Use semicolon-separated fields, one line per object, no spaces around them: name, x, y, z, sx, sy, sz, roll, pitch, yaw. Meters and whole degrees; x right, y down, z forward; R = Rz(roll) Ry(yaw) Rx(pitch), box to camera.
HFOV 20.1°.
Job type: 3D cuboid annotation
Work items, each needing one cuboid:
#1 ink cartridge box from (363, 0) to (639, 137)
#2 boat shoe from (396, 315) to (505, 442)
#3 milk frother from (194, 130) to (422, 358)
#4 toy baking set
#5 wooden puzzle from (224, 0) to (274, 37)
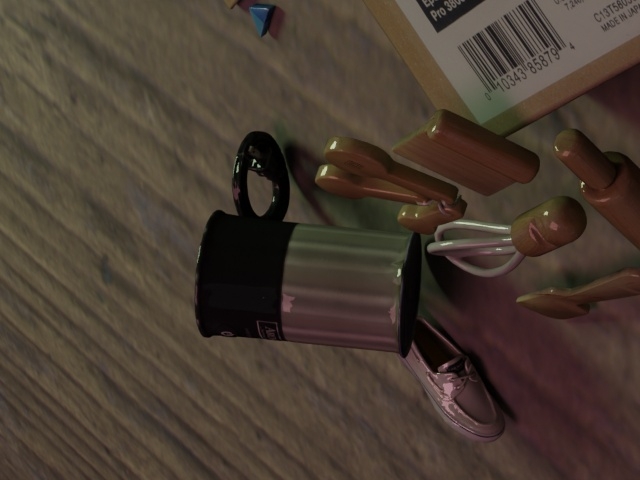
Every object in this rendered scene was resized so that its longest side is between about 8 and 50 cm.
ink cartridge box;0.099;-0.166;0.854;0.193;0.088;0.235;55;153;-3
boat shoe;0.088;0.090;1.202;0.100;0.035;0.035;52;155;19
milk frother;0.000;0.000;1.183;0.135;0.143;0.129;6;176;10
toy baking set;0.111;-0.014;0.977;0.197;0.030;0.256;4;159;43
wooden puzzle;-0.067;-0.188;1.154;0.116;0.014;0.078;50;151;7
